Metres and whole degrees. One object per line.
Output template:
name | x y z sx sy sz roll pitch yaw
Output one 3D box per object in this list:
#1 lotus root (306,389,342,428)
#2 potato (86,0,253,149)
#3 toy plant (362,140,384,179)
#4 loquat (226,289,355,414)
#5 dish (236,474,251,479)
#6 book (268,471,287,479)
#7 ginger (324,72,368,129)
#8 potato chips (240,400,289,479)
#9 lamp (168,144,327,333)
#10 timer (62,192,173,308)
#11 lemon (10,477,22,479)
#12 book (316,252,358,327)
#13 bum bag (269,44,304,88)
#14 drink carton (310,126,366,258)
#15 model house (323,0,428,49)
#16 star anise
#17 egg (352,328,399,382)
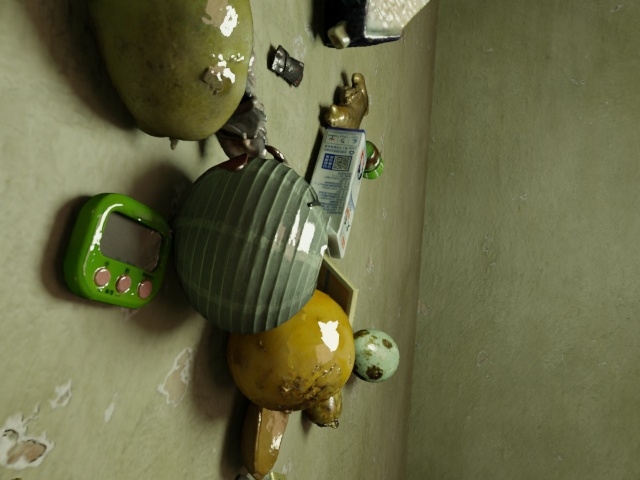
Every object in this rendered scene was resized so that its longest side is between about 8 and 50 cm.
lotus root | 0.014 0.398 1.242 0.108 0.095 0.190 99 -3 -65
potato | -0.171 -0.222 0.547 0.159 0.174 0.251 -43 149 -48
toy plant | 0.149 -0.246 1.463 0.162 0.093 0.092 47 50 -66
loquat | -0.054 0.191 0.837 0.235 0.235 0.234 4 90 -69
dish | -0.125 0.602 0.930 0.243 0.080 0.181 72 30 -46
book | -0.066 0.582 0.958 0.168 0.013 0.192 79 -8 -61
ginger | 0.089 -0.369 1.303 0.333 0.080 0.166 -56 155 -47
potato chips | -0.116 0.360 0.934 0.195 0.062 0.208 7 86 -74
lamp | -0.106 0.003 0.681 0.233 0.233 0.265 -52 164 -55
timer | -0.243 0.014 0.569 0.140 0.047 0.127 41 57 -64
lemon | -0.302 0.272 0.416 0.082 0.082 0.110 59 36 -55
book | 0.003 0.108 0.980 0.018 0.241 0.170 -7 120 -26
bum bag | -0.066 -0.360 0.969 0.124 0.034 0.057 -2 110 -68
drink carton | 0.034 -0.121 1.157 0.130 0.107 0.314 72 30 -61
model house | 0.081 -0.603 1.088 0.298 0.243 0.284 42 78 -32
star anise | -0.129 -0.224 0.727 0.229 0.093 0.236 77 8 -82
egg | 0.163 0.367 1.503 0.231 0.169 0.169 48 49 -49
